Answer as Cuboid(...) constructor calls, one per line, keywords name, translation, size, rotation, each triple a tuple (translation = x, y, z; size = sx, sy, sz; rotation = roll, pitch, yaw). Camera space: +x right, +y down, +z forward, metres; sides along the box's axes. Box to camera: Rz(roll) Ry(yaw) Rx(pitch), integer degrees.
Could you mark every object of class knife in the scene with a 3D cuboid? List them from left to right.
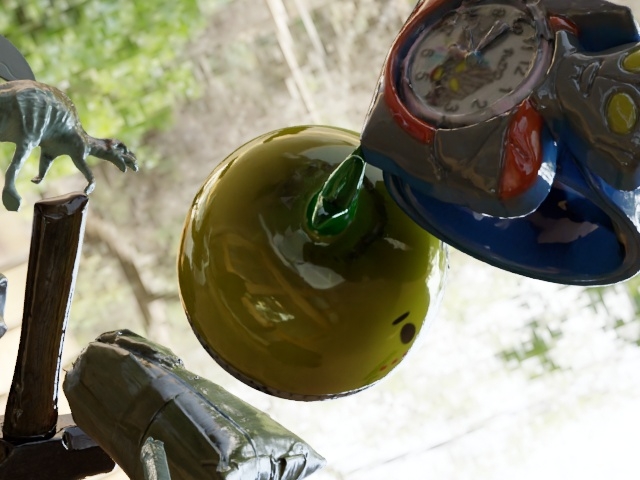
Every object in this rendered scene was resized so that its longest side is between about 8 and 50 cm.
Cuboid(name="knife", translation=(-0.530, -0.296, 2.363), size=(0.080, 0.331, 0.044), rotation=(-54, 157, -33))

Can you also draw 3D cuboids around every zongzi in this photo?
Cuboid(name="zongzi", translation=(-0.135, 0.194, 1.817), size=(0.125, 0.251, 0.274), rotation=(-53, 161, 23))

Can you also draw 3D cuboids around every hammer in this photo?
Cuboid(name="hammer", translation=(-0.339, 0.134, 1.967), size=(0.242, 0.408, 0.095), rotation=(-5, -151, -34))

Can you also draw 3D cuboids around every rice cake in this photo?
Cuboid(name="rice cake", translation=(-0.140, 0.206, 1.399), size=(0.121, 0.022, 0.022), rotation=(-115, -132, -67))

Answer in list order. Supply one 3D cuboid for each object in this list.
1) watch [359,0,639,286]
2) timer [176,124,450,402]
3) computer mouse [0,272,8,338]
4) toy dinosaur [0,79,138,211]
Cuboid(name="watch", translation=(0.210, -0.080, 1.372), size=(0.305, 0.274, 0.241), rotation=(15, -113, 28))
Cuboid(name="timer", translation=(0.000, 0.000, 1.520), size=(0.285, 0.285, 0.285), rotation=(-23, -177, 1))
Cuboid(name="computer mouse", translation=(-0.413, 0.137, 1.311), size=(0.389, 0.115, 0.199), rotation=(-39, 174, 3))
Cuboid(name="toy dinosaur", translation=(-0.425, -0.152, 2.180), size=(0.092, 0.393, 0.205), rotation=(-20, -141, 51))
